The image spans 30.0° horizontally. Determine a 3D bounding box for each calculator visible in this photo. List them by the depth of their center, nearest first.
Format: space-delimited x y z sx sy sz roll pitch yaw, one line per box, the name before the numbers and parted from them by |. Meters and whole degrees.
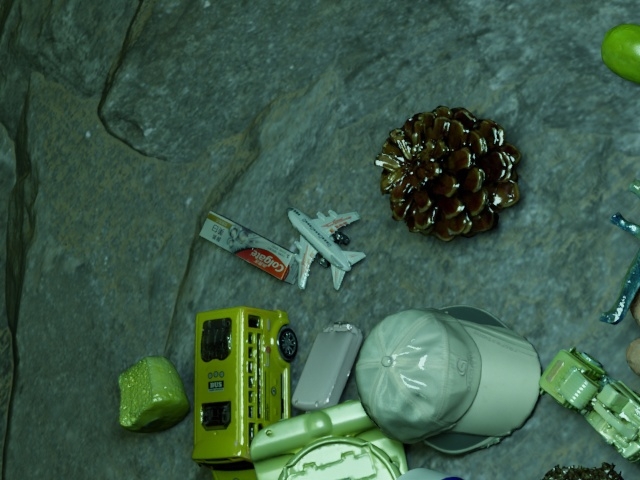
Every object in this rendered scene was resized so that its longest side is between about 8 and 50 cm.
calculator | 0.010 0.211 1.946 0.100 0.032 0.175 -6 56 51

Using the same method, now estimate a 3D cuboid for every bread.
bread | -0.296 0.279 2.129 0.129 0.111 0.114 -32 58 26

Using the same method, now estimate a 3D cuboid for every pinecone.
pinecone | 0.184 -0.100 1.836 0.221 0.221 0.221 -9 73 33

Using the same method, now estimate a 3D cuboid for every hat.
hat | 0.189 0.203 1.771 0.275 0.161 0.232 8 84 0

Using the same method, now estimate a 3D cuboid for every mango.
mango | 0.482 -0.262 1.743 0.165 0.091 0.074 33 87 37

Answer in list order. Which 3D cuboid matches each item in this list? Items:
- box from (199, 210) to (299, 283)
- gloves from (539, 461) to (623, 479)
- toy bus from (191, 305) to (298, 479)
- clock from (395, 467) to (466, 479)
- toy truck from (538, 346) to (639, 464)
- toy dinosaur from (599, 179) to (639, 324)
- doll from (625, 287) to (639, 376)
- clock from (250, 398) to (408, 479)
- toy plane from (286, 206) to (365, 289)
box | -0.124 0.011 2.121 0.218 0.039 0.055 28 93 36
gloves | 0.388 0.444 1.596 0.210 0.135 0.312 -30 63 25
toy bus | -0.133 0.280 1.989 0.145 0.151 0.331 -10 73 33
clock | 0.147 0.444 1.705 0.083 0.230 0.230 13 86 40
toy truck | 0.391 0.229 1.662 0.191 0.116 0.085 40 100 34
toy dinosaur | 0.504 -0.033 1.656 0.363 0.076 0.147 -36 54 3
doll | 0.523 0.143 1.603 0.201 0.156 0.303 -39 32 18
clock | 0.035 0.409 1.821 0.235 0.096 0.308 -16 67 -1
toy plane | 0.000 0.000 2.022 0.162 0.065 0.171 -51 54 13
